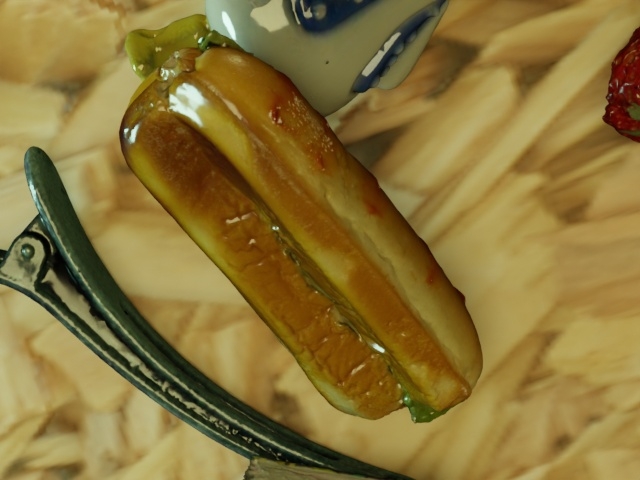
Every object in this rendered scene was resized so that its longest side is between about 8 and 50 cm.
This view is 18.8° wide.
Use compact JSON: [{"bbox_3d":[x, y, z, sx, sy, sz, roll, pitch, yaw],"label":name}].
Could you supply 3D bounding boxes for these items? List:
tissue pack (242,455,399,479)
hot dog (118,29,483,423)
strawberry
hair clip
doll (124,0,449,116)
[{"bbox_3d":[0.006,0.192,0.992,0.109,0.060,0.148,7,111,4],"label":"tissue pack"},{"bbox_3d":[0.000,0.000,0.941,0.104,0.076,0.250,-13,132,39],"label":"hot dog"},{"bbox_3d":[0.178,-0.082,0.954,0.073,0.073,0.083,12,62,5],"label":"strawberry"},{"bbox_3d":[-0.066,0.067,1.011,0.275,0.048,0.083,38,97,-5],"label":"hair clip"},{"bbox_3d":[0.047,-0.139,0.931,0.293,0.119,0.138,-28,136,9],"label":"doll"}]
